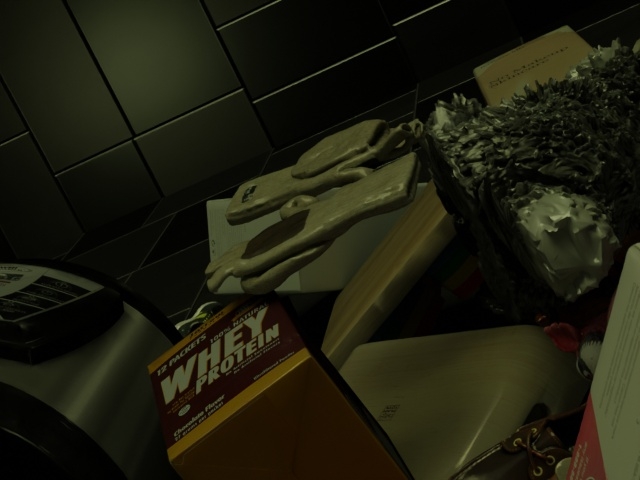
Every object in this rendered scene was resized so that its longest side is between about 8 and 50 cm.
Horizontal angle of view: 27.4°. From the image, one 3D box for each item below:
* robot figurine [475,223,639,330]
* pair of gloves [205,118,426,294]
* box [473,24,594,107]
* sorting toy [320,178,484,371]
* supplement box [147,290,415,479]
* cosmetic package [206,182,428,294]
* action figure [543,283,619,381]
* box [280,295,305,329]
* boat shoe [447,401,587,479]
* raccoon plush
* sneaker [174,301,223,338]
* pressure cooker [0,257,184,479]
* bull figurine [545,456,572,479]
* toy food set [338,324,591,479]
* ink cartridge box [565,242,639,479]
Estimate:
[{"bbox_3d":[0.283,0.048,1.360,0.211,0.085,0.291,-28,15,-7],"label":"robot figurine"},{"bbox_3d":[0.001,-0.033,1.141,0.204,0.042,0.240,-28,18,15],"label":"pair of gloves"},{"bbox_3d":[0.279,-0.155,1.568,0.148,0.121,0.311,-25,15,8],"label":"box"},{"bbox_3d":[0.116,0.039,1.508,0.257,0.089,0.255,-52,5,17],"label":"sorting toy"},{"bbox_3d":[-0.025,0.165,1.054,0.129,0.191,0.194,-37,19,0],"label":"supplement box"},{"bbox_3d":[0.000,0.000,1.775,0.224,0.138,0.224,-4,-2,-34],"label":"cosmetic package"},{"bbox_3d":[0.302,0.077,0.896,0.370,0.276,0.248,8,41,43],"label":"action figure"},{"bbox_3d":[-0.194,0.198,1.704,0.293,0.073,0.295,-19,15,25],"label":"box"},{"bbox_3d":[0.184,0.171,1.041,0.207,0.073,0.073,-23,50,-13],"label":"boat shoe"},{"bbox_3d":[0.285,-0.056,1.182,0.299,0.216,0.446,-27,22,-2],"label":"raccoon plush"},{"bbox_3d":[-0.158,0.112,1.761,0.083,0.031,0.035,-37,30,-30],"label":"sneaker"},{"bbox_3d":[-0.291,0.216,1.209,0.375,0.370,0.420,-41,9,16],"label":"pressure cooker"},{"bbox_3d":[0.064,0.250,0.912,0.310,0.101,0.188,-25,-14,-18],"label":"bull figurine"},{"bbox_3d":[0.086,0.194,1.224,0.306,0.092,0.220,-13,31,47],"label":"toy food set"},{"bbox_3d":[0.244,0.151,0.698,0.117,0.207,0.283,6,20,-14],"label":"ink cartridge box"}]
